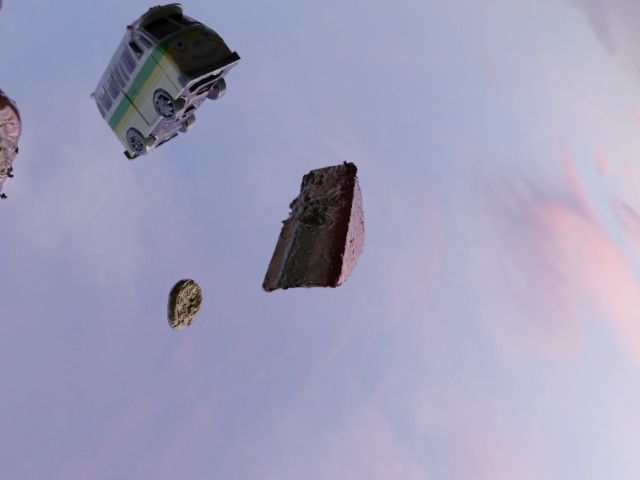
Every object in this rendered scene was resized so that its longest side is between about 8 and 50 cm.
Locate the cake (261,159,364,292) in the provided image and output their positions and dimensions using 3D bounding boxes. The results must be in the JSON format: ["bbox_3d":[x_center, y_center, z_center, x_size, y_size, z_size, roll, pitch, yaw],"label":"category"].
[{"bbox_3d":[0.005,0.013,0.621,0.220,0.086,0.116,-79,-22,-47],"label":"cake"}]

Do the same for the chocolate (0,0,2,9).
[{"bbox_3d":[-0.597,-0.435,0.890,0.080,0.149,0.125,-13,-67,-51],"label":"chocolate"}]

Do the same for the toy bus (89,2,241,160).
[{"bbox_3d":[-0.277,-0.271,0.905,0.164,0.276,0.133,53,-133,-7],"label":"toy bus"}]

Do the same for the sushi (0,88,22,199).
[{"bbox_3d":[-0.465,-0.136,0.690,0.161,0.241,0.107,-42,-101,-9],"label":"sushi"}]

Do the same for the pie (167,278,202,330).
[{"bbox_3d":[-0.212,0.100,0.818,0.084,0.021,0.084,7,-90,-68],"label":"pie"}]
